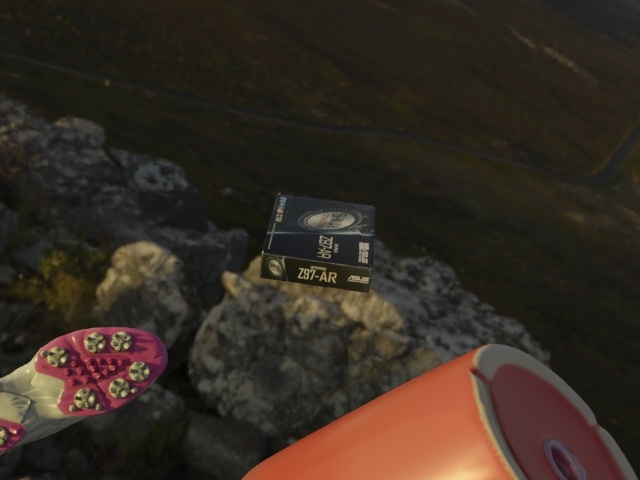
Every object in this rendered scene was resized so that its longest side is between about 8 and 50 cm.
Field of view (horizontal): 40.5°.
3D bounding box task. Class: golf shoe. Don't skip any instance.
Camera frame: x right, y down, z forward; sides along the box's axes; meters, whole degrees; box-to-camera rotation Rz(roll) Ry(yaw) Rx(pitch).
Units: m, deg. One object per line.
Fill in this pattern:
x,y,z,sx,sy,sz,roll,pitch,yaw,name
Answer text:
-0.347,0.196,1.147,0.306,0.115,0.140,-21,-7,-6,golf shoe

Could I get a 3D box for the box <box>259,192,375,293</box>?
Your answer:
0.000,0.000,0.545,0.067,0.018,0.083,8,29,1,box

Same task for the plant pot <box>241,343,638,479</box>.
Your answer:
0.100,0.226,0.671,0.275,0.243,0.275,35,29,-23,plant pot
